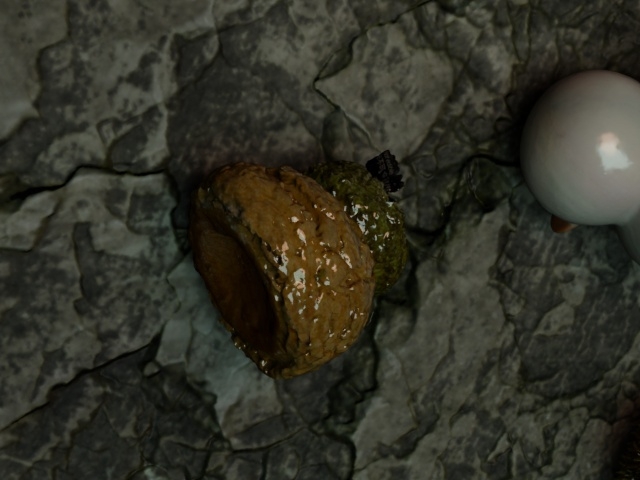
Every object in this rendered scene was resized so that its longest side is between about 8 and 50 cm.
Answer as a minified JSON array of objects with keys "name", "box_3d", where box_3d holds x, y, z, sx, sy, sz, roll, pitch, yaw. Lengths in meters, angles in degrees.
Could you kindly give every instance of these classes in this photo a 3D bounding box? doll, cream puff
[{"name":"doll","box_3d":[0.285,-0.084,1.429,0.221,0.221,0.251,21,132,-24]},{"name":"cream puff","box_3d":[0.000,0.000,1.371,0.169,0.183,0.183,-26,114,-24]}]

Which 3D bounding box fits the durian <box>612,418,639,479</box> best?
[{"name":"durian","box_3d":[0.347,0.216,1.601,0.146,0.102,0.208,-13,134,-13]}]
